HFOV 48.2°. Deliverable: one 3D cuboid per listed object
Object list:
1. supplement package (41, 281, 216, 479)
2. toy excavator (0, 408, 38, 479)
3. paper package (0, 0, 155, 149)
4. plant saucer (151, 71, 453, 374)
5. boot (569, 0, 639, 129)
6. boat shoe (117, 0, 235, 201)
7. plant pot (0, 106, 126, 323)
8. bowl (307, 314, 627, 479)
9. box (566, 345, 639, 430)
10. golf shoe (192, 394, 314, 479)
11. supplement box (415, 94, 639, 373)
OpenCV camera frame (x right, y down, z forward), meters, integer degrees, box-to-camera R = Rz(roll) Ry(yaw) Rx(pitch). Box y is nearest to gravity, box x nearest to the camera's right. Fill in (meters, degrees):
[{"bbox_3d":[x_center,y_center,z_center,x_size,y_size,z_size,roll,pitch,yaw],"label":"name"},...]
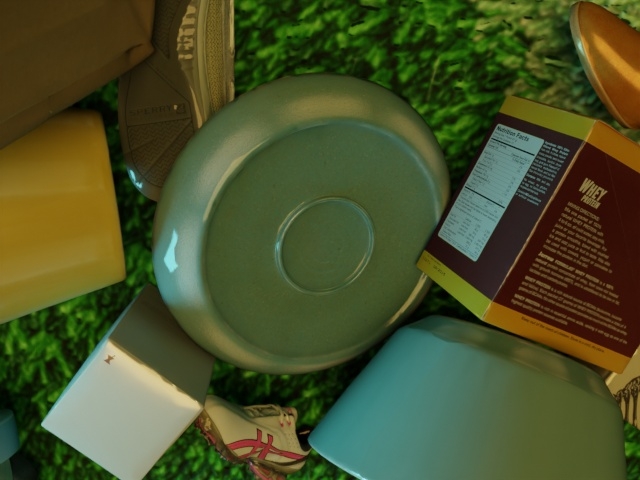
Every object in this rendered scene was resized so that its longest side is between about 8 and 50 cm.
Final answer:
[{"bbox_3d":[-0.175,0.132,0.703,0.105,0.179,0.105,39,98,-10],"label":"supplement package"},{"bbox_3d":[-0.535,0.143,0.701,0.433,0.222,0.445,-10,89,0],"label":"toy excavator"},{"bbox_3d":[-0.333,-0.191,0.510,0.325,0.309,0.168,16,127,12],"label":"paper package"},{"bbox_3d":[0.000,0.000,0.694,0.318,0.044,0.317,-9,113,-21],"label":"plant saucer"},{"bbox_3d":[0.392,-0.153,0.652,0.295,0.104,0.211,41,142,-19],"label":"boot"},{"bbox_3d":[-0.134,-0.197,0.683,0.118,0.103,0.320,-2,98,17],"label":"boat shoe"},{"bbox_3d":[-0.307,-0.027,0.641,0.239,0.254,0.253,-9,103,-16],"label":"plant pot"},{"bbox_3d":[0.159,0.178,0.694,0.312,0.311,0.163,22,82,-7],"label":"bowl"},{"bbox_3d":[0.414,0.183,0.785,0.275,0.094,0.113,32,98,-9],"label":"box"},{"bbox_3d":[-0.070,0.197,0.755,0.086,0.067,0.186,-46,139,-7],"label":"golf shoe"},{"bbox_3d":[0.237,-0.006,0.691,0.191,0.129,0.194,22,101,-27],"label":"supplement box"}]
